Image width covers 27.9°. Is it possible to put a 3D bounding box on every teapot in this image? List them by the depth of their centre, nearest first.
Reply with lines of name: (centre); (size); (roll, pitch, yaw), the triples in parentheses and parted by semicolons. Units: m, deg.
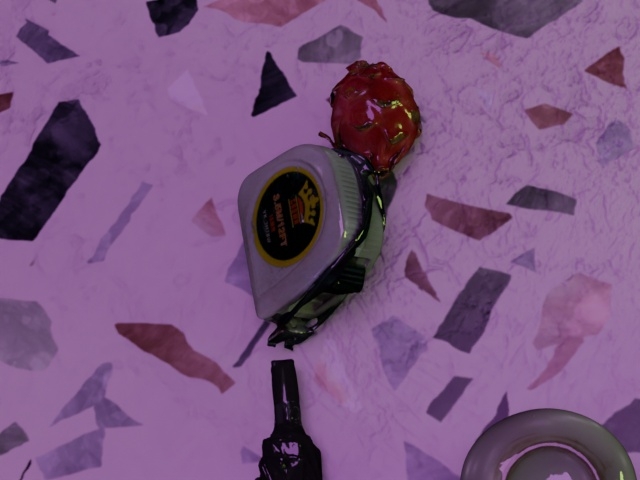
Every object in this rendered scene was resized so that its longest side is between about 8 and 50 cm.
teapot: (0.217, 0.321, 1.532); (0.318, 0.149, 0.220); (-10, 76, 6)

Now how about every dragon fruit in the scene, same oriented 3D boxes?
dragon fruit: (0.076, -0.161, 1.751); (0.136, 0.133, 0.166); (-29, 60, 48)

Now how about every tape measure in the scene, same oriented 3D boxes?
tape measure: (0.000, 0.000, 1.685); (0.207, 0.115, 0.235); (-27, 64, 35)

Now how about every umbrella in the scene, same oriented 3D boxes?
umbrella: (-0.031, 0.312, 1.614); (0.118, 0.118, 0.340); (-9, 65, 7)
